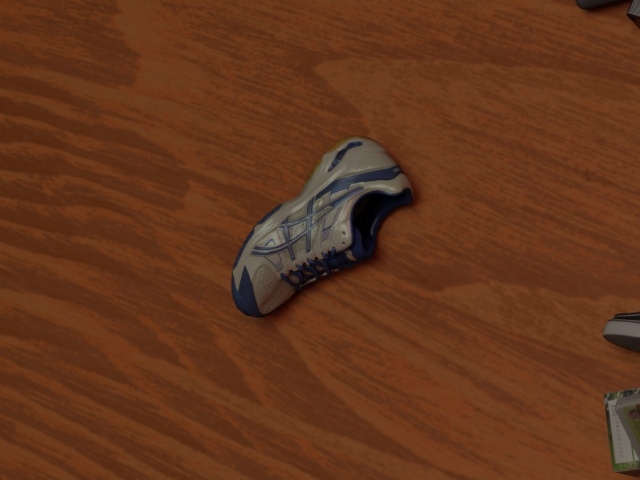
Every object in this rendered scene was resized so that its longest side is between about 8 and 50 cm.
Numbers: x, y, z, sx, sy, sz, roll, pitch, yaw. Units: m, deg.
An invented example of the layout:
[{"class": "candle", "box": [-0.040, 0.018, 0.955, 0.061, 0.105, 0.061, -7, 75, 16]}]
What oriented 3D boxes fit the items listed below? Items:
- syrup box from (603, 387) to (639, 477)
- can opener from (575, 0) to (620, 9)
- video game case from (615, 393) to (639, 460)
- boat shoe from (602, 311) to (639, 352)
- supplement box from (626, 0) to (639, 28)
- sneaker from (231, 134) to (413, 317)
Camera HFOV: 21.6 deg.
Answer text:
[{"class": "syrup box", "box": [0.447, 0.202, 1.878, 0.237, 0.096, 0.093, -14, 72, 28]}, {"class": "can opener", "box": [0.447, -0.360, 2.102, 0.280, 0.074, 0.093, -15, 32, 28]}, {"class": "video game case", "box": [0.446, 0.240, 1.805, 0.193, 0.212, 0.023, -16, 23, 30]}, {"class": "boat shoe", "box": [0.441, 0.094, 1.935, 0.228, 0.080, 0.076, 1, 69, 33]}, {"class": "supplement box", "box": [0.432, -0.279, 2.082, 0.083, 0.055, 0.043, 25, 89, 38]}, {"class": "sneaker", "box": [0.000, 0.000, 2.241, 0.296, 0.112, 0.131, -52, 54, 9]}]
